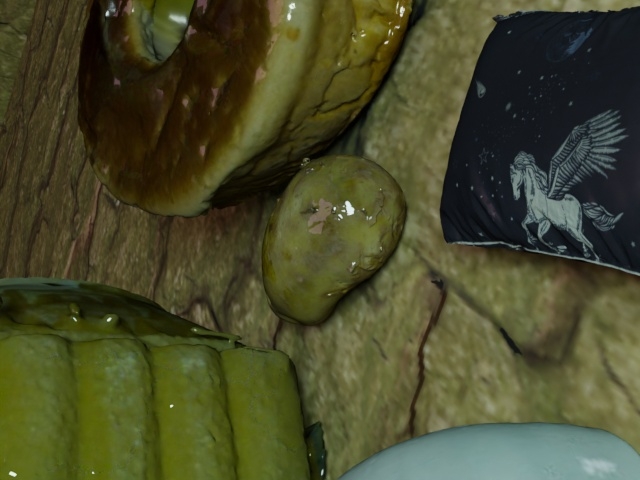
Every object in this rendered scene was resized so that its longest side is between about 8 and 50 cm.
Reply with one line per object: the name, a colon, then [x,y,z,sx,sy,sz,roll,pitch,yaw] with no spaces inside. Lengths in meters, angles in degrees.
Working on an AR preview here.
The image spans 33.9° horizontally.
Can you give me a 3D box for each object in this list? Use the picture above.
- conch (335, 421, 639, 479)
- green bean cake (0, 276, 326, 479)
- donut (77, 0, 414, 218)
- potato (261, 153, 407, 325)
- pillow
conch: [0.061,0.175,0.460,0.185,0.121,0.221,47,119,25]
green bean cake: [-0.183,0.145,0.702,0.285,0.310,0.202,-38,48,48]
donut: [-0.063,-0.174,0.787,0.330,0.160,0.329,0,91,51]
potato: [0.000,0.000,0.682,0.138,0.070,0.091,-50,36,42]
pillow: [0.128,-0.050,0.481,0.208,0.055,0.141,10,79,62]
